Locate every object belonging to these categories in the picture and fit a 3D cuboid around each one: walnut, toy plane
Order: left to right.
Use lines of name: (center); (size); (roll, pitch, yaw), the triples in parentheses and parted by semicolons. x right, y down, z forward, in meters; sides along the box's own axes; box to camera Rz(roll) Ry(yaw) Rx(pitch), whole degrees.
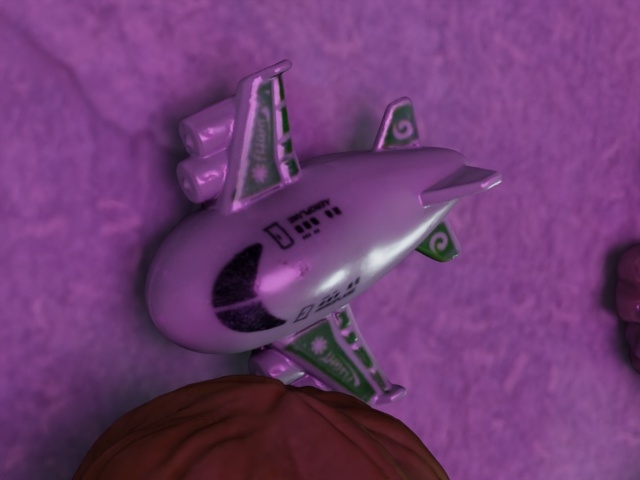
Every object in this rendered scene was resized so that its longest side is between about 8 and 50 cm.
walnut: (-0.025, 0.167, 0.824); (0.228, 0.228, 0.228); (-4, 98, -28)
toy plane: (-0.002, 0.000, 0.885); (0.174, 0.080, 0.174); (-4, 100, -26)

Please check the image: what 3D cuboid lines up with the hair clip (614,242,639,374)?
hair clip: (0.222, 0.082, 1.019); (0.173, 0.069, 0.300); (24, 74, -33)
